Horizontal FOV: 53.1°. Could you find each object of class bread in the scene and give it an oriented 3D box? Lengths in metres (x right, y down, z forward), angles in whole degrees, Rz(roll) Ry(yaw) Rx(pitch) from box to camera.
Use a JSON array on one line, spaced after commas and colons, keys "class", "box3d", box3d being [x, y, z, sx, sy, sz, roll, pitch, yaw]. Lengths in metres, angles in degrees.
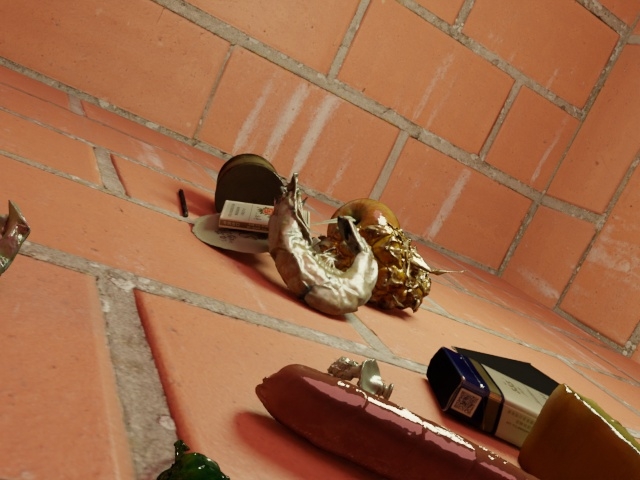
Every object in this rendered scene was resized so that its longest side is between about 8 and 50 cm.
[{"class": "bread", "box3d": [0.367, 0.318, 0.788, 0.077, 0.138, 0.361, 27, 9, -11]}]

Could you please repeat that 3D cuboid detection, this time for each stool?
[{"class": "stool", "box3d": [-0.186, -0.128, 1.679, 0.179, 0.179, 0.264, 24, 8, -13]}]

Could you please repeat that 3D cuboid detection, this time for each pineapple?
[{"class": "pineapple", "box3d": [0.158, 0.069, 1.502, 0.334, 0.158, 0.161, 33, 36, -11]}]

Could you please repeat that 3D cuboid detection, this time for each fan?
[{"class": "fan", "box3d": [-0.089, -0.026, 1.454, 0.414, 0.012, 0.233, -6, 28, -31]}]

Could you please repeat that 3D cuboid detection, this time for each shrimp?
[{"class": "shrimp", "box3d": [0.000, 0.000, 1.340, 0.246, 0.085, 0.360, 3, 51, -31]}]

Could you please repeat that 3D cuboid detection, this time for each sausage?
[{"class": "sausage", "box3d": [0.127, 0.247, 0.701, 0.432, 0.088, 0.088, 27, 9, 3]}]

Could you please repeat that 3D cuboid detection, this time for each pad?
[{"class": "pad", "box3d": [0.495, 0.333, 1.493, 0.367, 0.007, 0.247, 18, 13, -41]}]

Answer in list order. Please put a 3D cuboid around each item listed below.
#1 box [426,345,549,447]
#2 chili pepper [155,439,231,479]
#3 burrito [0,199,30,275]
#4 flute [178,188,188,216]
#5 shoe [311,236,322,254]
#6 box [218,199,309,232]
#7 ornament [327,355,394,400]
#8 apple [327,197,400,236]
[{"class": "box", "box3d": [0.314, 0.279, 1.074, 0.259, 0.071, 0.168, 25, 9, -4]}, {"class": "chili pepper", "box3d": [-0.055, 0.215, 0.440, 0.278, 0.065, 0.122, 36, 4, 38]}, {"class": "burrito", "box3d": [-0.436, -0.022, 0.665, 0.228, 0.089, 0.144, 24, 23, -10]}, {"class": "flute", "box3d": [-0.341, -0.096, 1.589, 0.014, 0.014, 0.269, 23, 10, -20]}, {"class": "shoe", "box3d": [0.014, 0.051, 1.613, 0.143, 0.064, 0.071, 40, -5, 37]}, {"class": "box", "box3d": [-0.123, -0.050, 1.440, 0.198, 0.029, 0.109, 7, 24, -4]}, {"class": "ornament", "box3d": [0.063, 0.199, 0.930, 0.092, 0.041, 0.068, 43, 38, 24]}, {"class": "apple", "box3d": [0.125, -0.012, 1.814, 0.211, 0.211, 0.188, 33, -18, 39]}]
